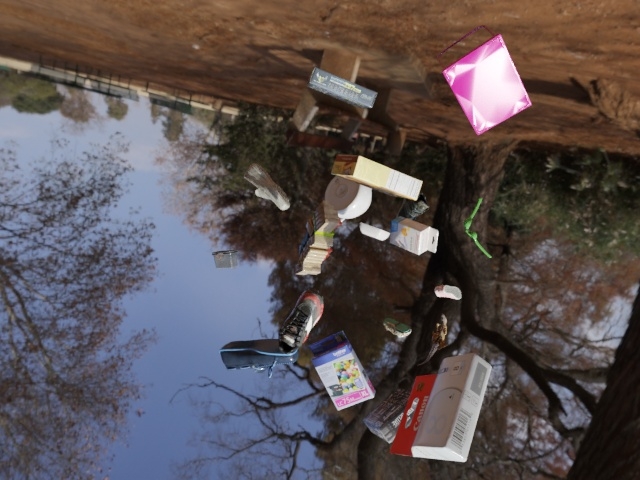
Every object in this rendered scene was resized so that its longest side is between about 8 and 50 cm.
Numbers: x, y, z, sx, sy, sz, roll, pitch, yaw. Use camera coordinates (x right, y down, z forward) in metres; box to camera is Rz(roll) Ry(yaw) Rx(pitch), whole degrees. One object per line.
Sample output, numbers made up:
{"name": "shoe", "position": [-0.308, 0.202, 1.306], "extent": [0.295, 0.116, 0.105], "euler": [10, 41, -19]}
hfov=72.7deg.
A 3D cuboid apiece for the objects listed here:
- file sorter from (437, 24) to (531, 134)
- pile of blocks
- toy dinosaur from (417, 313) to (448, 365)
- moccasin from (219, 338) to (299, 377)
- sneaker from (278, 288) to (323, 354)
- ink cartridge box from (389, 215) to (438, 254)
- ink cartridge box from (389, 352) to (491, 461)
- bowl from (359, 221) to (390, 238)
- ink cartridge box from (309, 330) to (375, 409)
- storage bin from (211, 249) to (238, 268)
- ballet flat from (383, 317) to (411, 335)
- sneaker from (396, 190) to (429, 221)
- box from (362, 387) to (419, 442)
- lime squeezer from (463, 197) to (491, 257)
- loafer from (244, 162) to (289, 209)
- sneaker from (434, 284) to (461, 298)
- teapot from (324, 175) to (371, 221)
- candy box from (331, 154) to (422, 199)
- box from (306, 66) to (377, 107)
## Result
{"name": "file sorter", "position": [0.579, -0.580, 1.563], "extent": [0.291, 0.202, 0.182], "euler": [46, -152, -31]}
{"name": "pile of blocks", "position": [0.000, 0.000, 1.822], "extent": [0.112, 0.362, 0.149], "euler": [9, -144, -25]}
{"name": "toy dinosaur", "position": [0.419, 0.369, 1.561], "extent": [0.064, 0.212, 0.112], "euler": [26, 172, 18]}
{"name": "moccasin", "position": [-0.231, 0.457, 1.704], "extent": [0.341, 0.117, 0.137], "euler": [-4, -169, 28]}
{"name": "sneaker", "position": [-0.074, 0.289, 1.497], "extent": [0.097, 0.276, 0.135], "euler": [32, -149, 8]}
{"name": "ink cartridge box", "position": [0.364, -0.015, 1.708], "extent": [0.061, 0.104, 0.181], "euler": [-25, -144, -37]}
{"name": "ink cartridge box", "position": [0.360, 0.544, 1.430], "extent": [0.091, 0.308, 0.385], "euler": [37, 148, -10]}
{"name": "bowl", "position": [0.275, -0.043, 2.245], "extent": [0.141, 0.053, 0.142], "euler": [21, -179, 29]}
{"name": "ink cartridge box", "position": [0.088, 0.571, 1.908], "extent": [0.185, 0.311, 0.065], "euler": [-27, -179, 17]}
{"name": "storage bin", "position": [-0.509, 0.102, 2.324], "extent": [0.135, 0.091, 0.098], "euler": [-5, -175, 23]}
{"name": "ballet flat", "position": [0.450, 0.515, 2.517], "extent": [0.091, 0.077, 0.241], "euler": [-17, -166, -19]}
{"name": "sneaker", "position": [0.439, -0.131, 2.072], "extent": [0.087, 0.228, 0.130], "euler": [15, -171, -25]}
{"name": "box", "position": [0.337, 0.785, 1.979], "extent": [0.077, 0.242, 0.307], "euler": [52, 163, 7]}
{"name": "lime squeezer", "position": [0.801, -0.056, 2.252], "extent": [0.109, 0.311, 0.059], "euler": [-9, 178, -6]}
{"name": "loafer", "position": [-0.272, -0.256, 2.195], "extent": [0.319, 0.111, 0.112], "euler": [50, -167, 26]}
{"name": "sneaker", "position": [0.554, 0.226, 1.908], "extent": [0.134, 0.051, 0.070], "euler": [20, 158, -34]}
{"name": "teapot", "position": [0.155, -0.205, 2.154], "extent": [0.255, 0.253, 0.187], "euler": [7, 166, 41]}
{"name": "candy box", "position": [0.223, -0.251, 1.731], "extent": [0.316, 0.088, 0.183], "euler": [15, -175, -28]}
{"name": "box", "position": [0.071, -0.537, 1.543], "extent": [0.232, 0.059, 0.183], "euler": [18, -166, -10]}
